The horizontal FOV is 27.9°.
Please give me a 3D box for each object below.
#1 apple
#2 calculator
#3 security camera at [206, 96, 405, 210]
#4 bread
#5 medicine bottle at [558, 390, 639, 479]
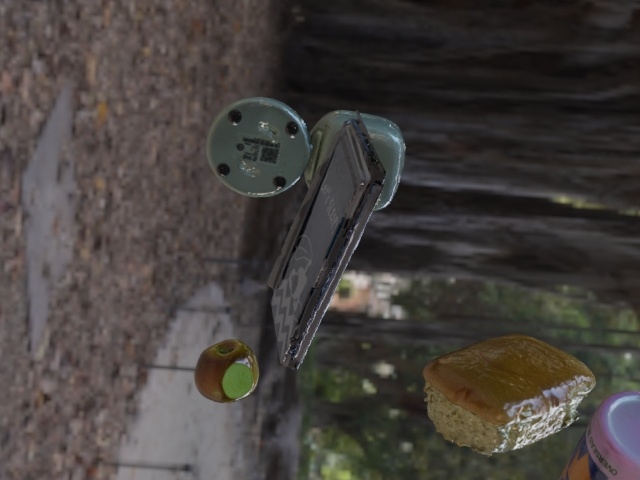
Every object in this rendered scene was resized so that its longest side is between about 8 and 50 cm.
[{"bbox_3d":[-0.163,0.224,2.219,0.099,0.114,0.102,-155,-117,-62],"label":"apple"},{"bbox_3d":[0.001,0.000,1.460,0.165,0.028,0.274,-105,-145,-56],"label":"calculator"},{"bbox_3d":[-0.022,-0.135,1.947,0.080,0.302,0.157,-97,-162,-64],"label":"security camera"},{"bbox_3d":[0.259,0.212,1.797,0.245,0.174,0.121,-8,110,-42],"label":"bread"},{"bbox_3d":[0.485,0.402,2.105,0.178,0.178,0.290,-84,-171,-50],"label":"medicine bottle"}]
